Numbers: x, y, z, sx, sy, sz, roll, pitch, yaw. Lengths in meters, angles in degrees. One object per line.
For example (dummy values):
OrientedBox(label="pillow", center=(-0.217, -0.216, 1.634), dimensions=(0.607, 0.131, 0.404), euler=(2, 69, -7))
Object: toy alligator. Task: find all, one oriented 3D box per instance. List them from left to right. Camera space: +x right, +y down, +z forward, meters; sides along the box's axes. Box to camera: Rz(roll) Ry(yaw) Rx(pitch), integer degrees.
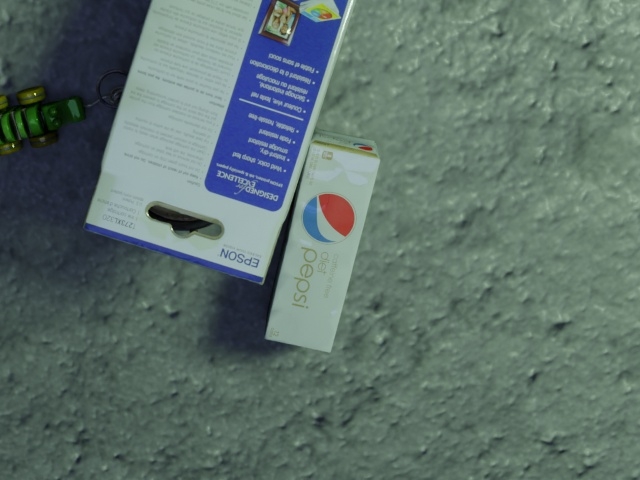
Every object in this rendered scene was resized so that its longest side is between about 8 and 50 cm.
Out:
OrientedBox(label="toy alligator", center=(-0.275, -0.121, 1.058), dimensions=(0.190, 0.051, 0.056), euler=(-12, 110, 4))

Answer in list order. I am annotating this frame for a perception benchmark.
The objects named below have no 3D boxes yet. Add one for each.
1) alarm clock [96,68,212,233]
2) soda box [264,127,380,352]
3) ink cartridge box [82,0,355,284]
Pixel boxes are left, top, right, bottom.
OrientedBox(label="alarm clock", center=(-0.148, -0.093, 1.062), dimensions=(0.129, 0.064, 0.192), euler=(-38, 108, 12))
OrientedBox(label="soda box", center=(0.000, 0.000, 1.094), dimensions=(0.074, 0.069, 0.216), euler=(12, 109, -5))
OrientedBox(label="ink cartridge box", center=(-0.080, -0.162, 0.989), dimensions=(0.176, 0.069, 0.371), euler=(18, 91, -7))
